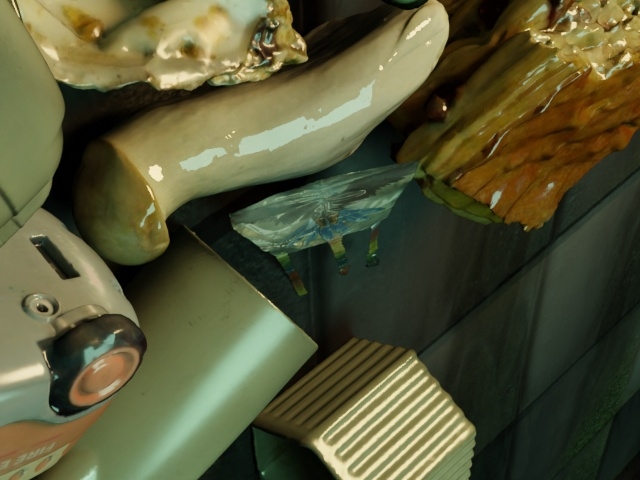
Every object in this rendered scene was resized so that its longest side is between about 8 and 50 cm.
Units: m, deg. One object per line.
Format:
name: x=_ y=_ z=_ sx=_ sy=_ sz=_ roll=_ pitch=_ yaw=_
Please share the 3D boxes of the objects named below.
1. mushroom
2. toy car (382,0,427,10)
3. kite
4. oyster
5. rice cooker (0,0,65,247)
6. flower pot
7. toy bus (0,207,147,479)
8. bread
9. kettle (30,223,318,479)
mushroom: x=-0.052 y=-0.097 z=0.795 sx=0.329 sy=0.122 sz=0.159 roll=-31 pitch=162 yaw=-29
toy car: x=0.076 y=-0.334 z=0.744 sx=0.125 sy=0.136 sz=0.305 roll=7 pitch=115 yaw=-32
kite: x=-0.001 y=-0.002 z=0.972 sx=0.169 sy=0.015 sz=0.310 roll=-16 pitch=161 yaw=-7
oyster: x=-0.136 y=-0.183 z=0.624 sx=0.341 sy=0.110 sz=0.166 roll=1 pitch=114 yaw=-51
rice cooker: x=-0.273 y=-0.063 z=0.347 sx=0.325 sy=0.335 sz=0.335 roll=-45 pitch=148 yaw=-15
flower pot: x=0.050 y=0.257 z=1.203 sx=0.190 sy=0.209 sz=0.239 roll=-37 pitch=143 yaw=-28
toy bus: x=-0.271 y=0.090 z=0.650 sx=0.288 sy=0.194 sz=0.232 roll=-16 pitch=145 yaw=-46
bread: x=0.234 y=-0.192 z=0.979 sx=0.370 sy=0.191 sz=0.314 roll=-42 pitch=152 yaw=14
kettle: x=-0.142 y=0.137 z=0.892 sx=0.255 sy=0.165 sz=0.240 roll=-50 pitch=177 yaw=-5
